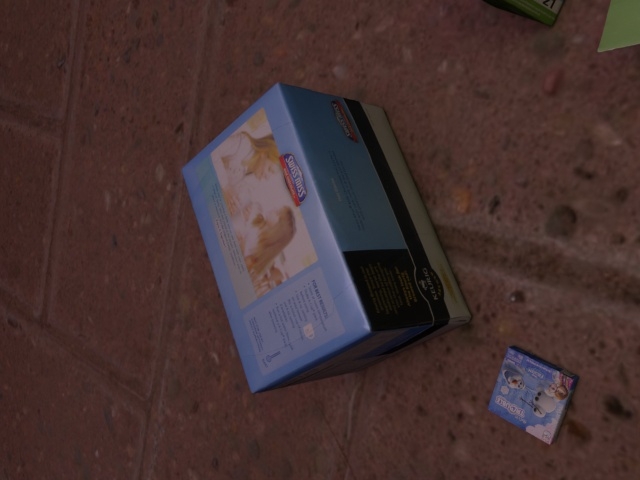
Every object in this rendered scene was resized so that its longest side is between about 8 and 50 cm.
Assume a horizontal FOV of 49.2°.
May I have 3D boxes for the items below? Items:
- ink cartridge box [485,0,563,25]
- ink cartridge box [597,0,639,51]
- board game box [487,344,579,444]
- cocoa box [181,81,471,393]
[{"bbox_3d":[0.237,-0.396,0.778,0.097,0.189,0.255,37,113,37],"label":"ink cartridge box"},{"bbox_3d":[0.362,-0.300,0.674,0.171,0.056,0.235,-3,52,44],"label":"ink cartridge box"},{"bbox_3d":[0.262,0.190,0.867,0.090,0.020,0.090,25,107,39],"label":"board game box"},{"bbox_3d":[0.000,0.000,0.963,0.231,0.228,0.347,-34,68,37],"label":"cocoa box"}]
